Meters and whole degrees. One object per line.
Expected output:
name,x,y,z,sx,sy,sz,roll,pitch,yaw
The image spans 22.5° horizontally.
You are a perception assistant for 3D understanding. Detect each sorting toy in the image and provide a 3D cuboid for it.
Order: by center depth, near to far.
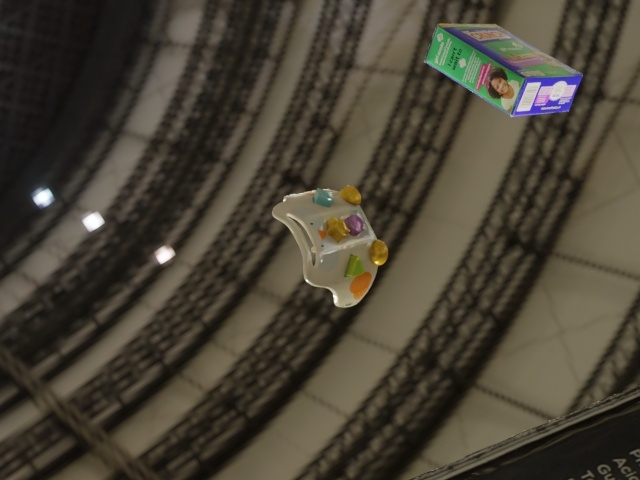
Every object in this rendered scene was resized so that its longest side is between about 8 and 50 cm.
sorting toy,0.000,0.000,1.027,0.045,0.083,0.075,-32,168,29

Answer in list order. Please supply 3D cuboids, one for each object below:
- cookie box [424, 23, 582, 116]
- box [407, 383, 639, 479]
cookie box,0.161,-0.152,1.425,0.107,0.040,0.092,36,-152,32
box,0.192,0.332,0.940,0.472,0.480,0.297,-21,-127,-22
